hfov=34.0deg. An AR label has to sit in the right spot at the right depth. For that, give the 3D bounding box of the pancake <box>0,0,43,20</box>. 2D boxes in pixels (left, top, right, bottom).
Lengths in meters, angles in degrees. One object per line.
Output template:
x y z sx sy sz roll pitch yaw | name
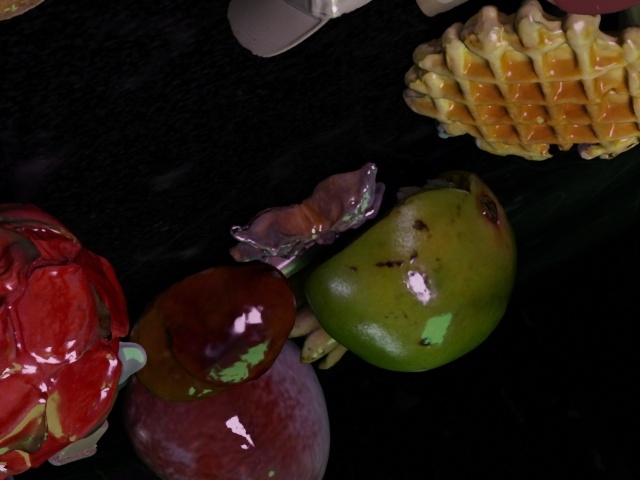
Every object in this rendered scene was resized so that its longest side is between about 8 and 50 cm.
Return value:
-0.184 -0.143 0.521 0.139 0.022 0.139 -25 166 -7 | pancake

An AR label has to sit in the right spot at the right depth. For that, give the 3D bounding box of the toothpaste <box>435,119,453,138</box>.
0.161 -0.160 1.123 0.057 0.035 0.197 -32 167 -22 | toothpaste

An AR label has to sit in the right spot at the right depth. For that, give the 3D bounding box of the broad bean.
-0.136 0.115 1.330 0.228 0.156 0.122 -26 -161 -7 | broad bean

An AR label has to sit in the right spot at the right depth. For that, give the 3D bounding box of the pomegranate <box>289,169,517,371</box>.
0.112 0.072 1.379 0.358 0.216 0.310 -44 179 30 | pomegranate

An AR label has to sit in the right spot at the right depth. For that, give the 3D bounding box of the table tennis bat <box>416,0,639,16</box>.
0.171 -0.219 0.769 0.246 0.138 0.022 -14 -147 42 | table tennis bat

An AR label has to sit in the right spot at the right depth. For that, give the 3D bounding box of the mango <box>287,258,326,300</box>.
-0.003 0.088 1.626 0.136 0.099 0.227 -34 176 -3 | mango

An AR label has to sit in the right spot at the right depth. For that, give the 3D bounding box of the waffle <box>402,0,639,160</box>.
0.208 -0.138 0.981 0.250 0.056 0.261 17 163 -16 | waffle

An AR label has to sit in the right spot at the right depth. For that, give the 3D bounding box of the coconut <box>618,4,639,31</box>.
0.392 -0.214 1.013 0.236 0.204 0.236 1 174 0 | coconut

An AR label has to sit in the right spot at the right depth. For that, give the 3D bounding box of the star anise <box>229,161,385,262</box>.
-0.010 -0.019 1.258 0.208 0.063 0.172 -26 168 -9 | star anise

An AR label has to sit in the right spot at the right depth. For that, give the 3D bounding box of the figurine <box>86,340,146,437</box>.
-0.293 0.159 1.259 0.147 0.126 0.192 -2 137 -41 | figurine

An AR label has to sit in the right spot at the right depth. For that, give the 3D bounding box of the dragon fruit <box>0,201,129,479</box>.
-0.258 0.083 0.820 0.234 0.233 0.293 -26 163 -5 | dragon fruit

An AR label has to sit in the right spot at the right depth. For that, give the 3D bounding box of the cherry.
-0.134 0.268 1.600 0.291 0.335 0.326 -47 -173 11 | cherry

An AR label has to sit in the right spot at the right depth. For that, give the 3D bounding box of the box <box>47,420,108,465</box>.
-0.359 0.244 1.463 0.062 0.122 0.089 -47 159 26 | box

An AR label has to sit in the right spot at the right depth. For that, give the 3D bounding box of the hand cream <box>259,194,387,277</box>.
0.000 0.000 1.410 0.210 0.043 0.067 -31 165 -4 | hand cream

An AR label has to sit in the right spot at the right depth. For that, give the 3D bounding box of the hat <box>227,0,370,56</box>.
0.008 -0.189 0.662 0.166 0.081 0.122 -19 -146 38 | hat
